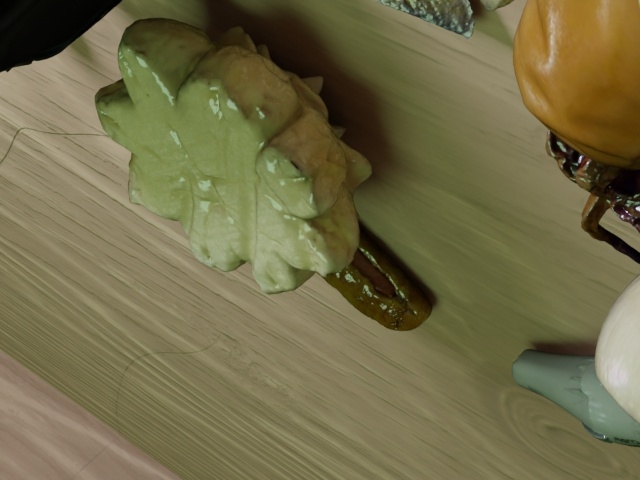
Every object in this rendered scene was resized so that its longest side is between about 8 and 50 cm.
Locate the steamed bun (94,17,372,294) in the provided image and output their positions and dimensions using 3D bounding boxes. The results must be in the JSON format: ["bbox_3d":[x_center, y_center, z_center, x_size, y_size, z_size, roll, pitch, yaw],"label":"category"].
[{"bbox_3d":[-0.077,-0.095,1.078,0.292,0.137,0.295,51,150,-14],"label":"steamed bun"}]

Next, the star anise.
[{"bbox_3d":[0.228,-0.027,0.840,0.190,0.070,0.097,36,-177,-27],"label":"star anise"}]

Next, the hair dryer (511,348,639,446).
[{"bbox_3d":[0.289,0.165,1.102,0.219,0.088,0.225,25,167,44],"label":"hair dryer"}]

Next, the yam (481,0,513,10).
[{"bbox_3d":[0.044,-0.272,0.703,0.300,0.066,0.066,49,154,-16],"label":"yam"}]

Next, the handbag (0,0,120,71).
[{"bbox_3d":[-0.256,-0.214,0.952,0.152,0.288,0.342,45,156,-21],"label":"handbag"}]

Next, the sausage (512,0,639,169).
[{"bbox_3d":[0.195,-0.125,0.667,0.136,0.120,0.241,50,158,13],"label":"sausage"}]

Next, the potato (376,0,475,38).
[{"bbox_3d":[0.075,-0.186,0.843,0.093,0.036,0.037,21,117,0],"label":"potato"}]

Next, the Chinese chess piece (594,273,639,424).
[{"bbox_3d":[0.313,0.106,0.777,0.250,0.103,0.250,26,-167,-7],"label":"Chinese chess piece"}]

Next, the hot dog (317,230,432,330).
[{"bbox_3d":[0.002,-0.002,1.219,0.286,0.061,0.088,42,167,-2],"label":"hot dog"}]
